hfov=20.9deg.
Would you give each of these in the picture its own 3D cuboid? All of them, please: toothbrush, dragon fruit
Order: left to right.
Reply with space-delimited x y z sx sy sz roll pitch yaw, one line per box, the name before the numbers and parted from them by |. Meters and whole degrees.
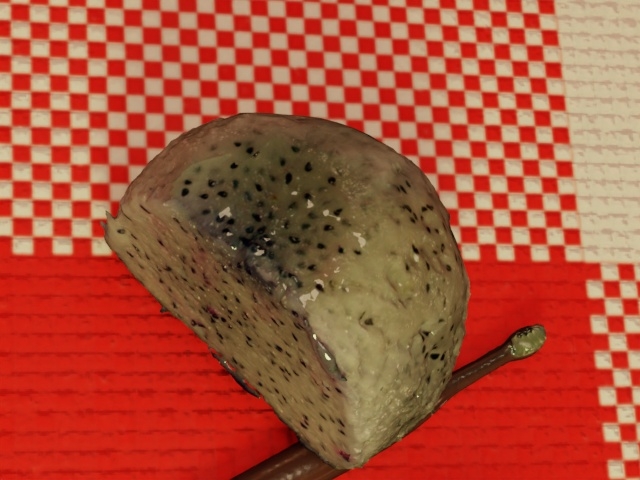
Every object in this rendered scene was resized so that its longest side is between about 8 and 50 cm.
dragon fruit | 0.000 0.000 1.309 0.283 0.221 0.204 41 68 13
toothbrush | 0.034 0.154 1.375 0.364 0.041 0.041 -26 80 -21
